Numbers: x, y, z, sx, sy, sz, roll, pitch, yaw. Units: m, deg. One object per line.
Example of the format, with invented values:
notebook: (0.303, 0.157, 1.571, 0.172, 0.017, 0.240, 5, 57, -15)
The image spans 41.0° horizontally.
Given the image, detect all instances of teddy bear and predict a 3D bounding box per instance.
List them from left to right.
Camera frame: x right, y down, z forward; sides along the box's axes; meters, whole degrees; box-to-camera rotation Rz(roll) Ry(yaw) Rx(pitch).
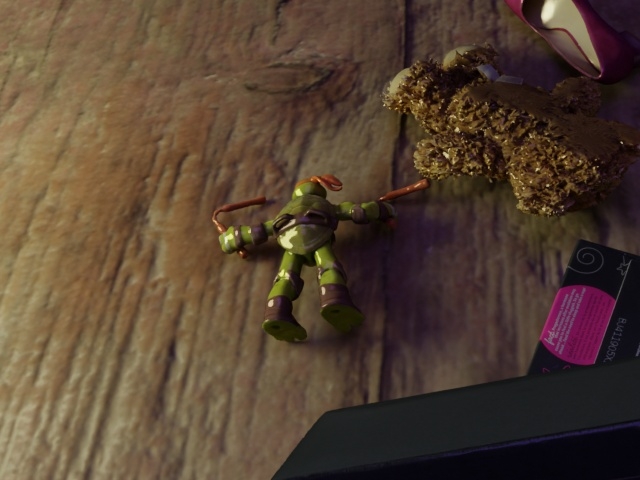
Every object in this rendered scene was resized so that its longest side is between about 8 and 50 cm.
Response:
teddy bear: (0.224, -0.136, 1.043, 0.338, 0.113, 0.245, 28, 48, 29)

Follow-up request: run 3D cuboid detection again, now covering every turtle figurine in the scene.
turtle figurine: (0.000, 0.000, 0.984, 0.269, 0.087, 0.217, -7, 53, 5)

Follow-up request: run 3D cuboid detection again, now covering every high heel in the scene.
high heel: (0.309, -0.285, 1.131, 0.117, 0.082, 0.244, -24, 61, -41)

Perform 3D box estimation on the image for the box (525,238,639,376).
box: (0.273, 0.152, 0.789, 0.163, 0.142, 0.247, 18, 60, 21)

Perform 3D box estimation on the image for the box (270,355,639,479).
box: (0.178, 0.258, 0.582, 0.343, 0.179, 0.312, -12, 92, 12)
